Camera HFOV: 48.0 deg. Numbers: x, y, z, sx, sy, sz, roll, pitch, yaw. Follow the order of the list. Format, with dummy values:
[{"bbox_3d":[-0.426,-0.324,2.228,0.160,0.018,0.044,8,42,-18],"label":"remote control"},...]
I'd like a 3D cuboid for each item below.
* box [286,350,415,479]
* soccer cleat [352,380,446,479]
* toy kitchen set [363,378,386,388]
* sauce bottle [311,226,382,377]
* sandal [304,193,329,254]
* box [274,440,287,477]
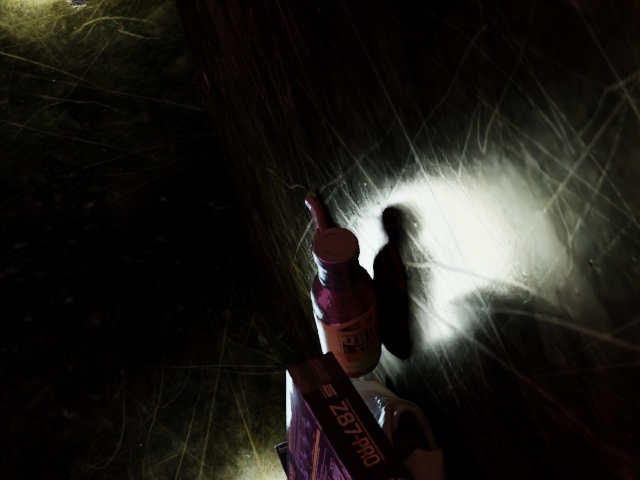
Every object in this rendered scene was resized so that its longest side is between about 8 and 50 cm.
[{"bbox_3d":[0.045,0.427,1.192,0.318,0.097,0.394,52,152,38],"label":"box"},{"bbox_3d":[0.131,0.312,1.234,0.331,0.116,0.143,-127,37,-60],"label":"soccer cleat"},{"bbox_3d":[0.078,0.391,1.477,0.122,0.166,0.207,-134,24,-67],"label":"toy kitchen set"},{"bbox_3d":[0.040,0.110,1.194,0.344,0.112,0.111,77,168,-53],"label":"sauce bottle"},{"bbox_3d":[0.000,0.000,1.372,0.072,0.049,0.180,142,105,-81],"label":"sandal"},{"bbox_3d":[0.034,0.596,1.933,0.103,0.261,0.184,82,164,-58],"label":"box"}]
